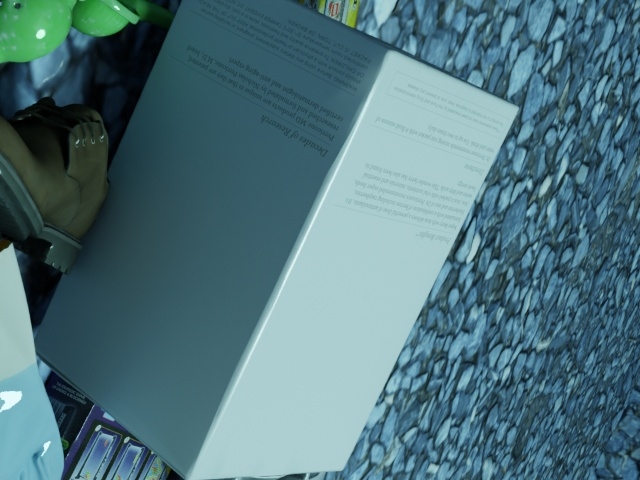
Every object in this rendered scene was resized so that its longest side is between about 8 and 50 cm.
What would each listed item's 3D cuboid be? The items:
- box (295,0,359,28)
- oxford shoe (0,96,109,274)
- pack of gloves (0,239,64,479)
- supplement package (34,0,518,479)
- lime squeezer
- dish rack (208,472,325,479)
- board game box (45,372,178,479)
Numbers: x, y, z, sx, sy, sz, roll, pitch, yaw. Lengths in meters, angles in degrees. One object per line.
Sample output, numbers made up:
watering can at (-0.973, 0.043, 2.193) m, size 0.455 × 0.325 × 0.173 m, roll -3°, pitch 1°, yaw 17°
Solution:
box at (-0.036, -0.114, 0.999) m, size 0.159 × 0.044 × 0.233 m, roll -32°, pitch 139°, yaw -53°
oxford shoe at (-0.173, -0.049, 0.734) m, size 0.096 × 0.083 × 0.227 m, roll -60°, pitch 177°, yaw -8°
pack of gloves at (-0.252, 0.126, 0.744) m, size 0.195 × 0.046 × 0.232 m, roll -32°, pitch 137°, yaw -31°
supplement package at (-0.032, -0.008, 0.859) m, size 0.177 × 0.175 × 0.293 m, roll 12°, pitch 106°, yaw -55°
lime squeezer at (-0.156, -0.121, 0.777) m, size 0.310 × 0.059 × 0.110 m, roll -36°, pitch 139°, yaw -48°
dish rack at (-0.016, 0.097, 1.122) m, size 0.285 × 0.072 × 0.333 m, roll -68°, pitch 166°, yaw 3°
board game box at (-0.171, 0.172, 0.984) m, size 0.141 × 0.048 × 0.170 m, roll -64°, pitch 154°, yaw -11°
